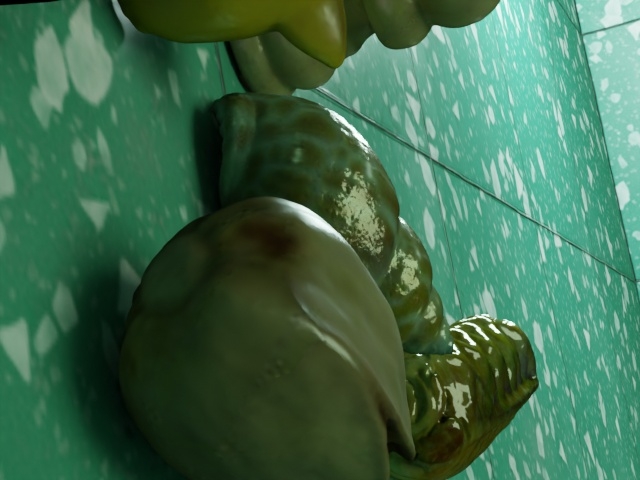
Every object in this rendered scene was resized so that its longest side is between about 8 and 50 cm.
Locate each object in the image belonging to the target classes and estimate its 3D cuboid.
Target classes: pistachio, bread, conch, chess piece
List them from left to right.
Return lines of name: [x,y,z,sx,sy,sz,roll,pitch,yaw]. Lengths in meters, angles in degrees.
pistachio: [-0.014,0.065,0.655,0.129,0.131,0.206,-50,142,-12]
conch: [-0.002,-0.014,0.798,0.116,0.106,0.173,82,-12,-66]
chess piece: [0.032,-0.148,0.880,0.094,0.171,0.094,-12,90,-74]
bread: [0.094,0.110,1.017,0.087,0.098,0.269,40,13,13]

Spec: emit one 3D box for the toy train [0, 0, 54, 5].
toy train: [-0.077,-0.156,0.530,0.204,0.083,0.131,-10,86,-30]

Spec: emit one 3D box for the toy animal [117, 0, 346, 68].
toy animal: [-0.058,-0.186,0.688,0.230,0.156,0.156,34,45,-60]
